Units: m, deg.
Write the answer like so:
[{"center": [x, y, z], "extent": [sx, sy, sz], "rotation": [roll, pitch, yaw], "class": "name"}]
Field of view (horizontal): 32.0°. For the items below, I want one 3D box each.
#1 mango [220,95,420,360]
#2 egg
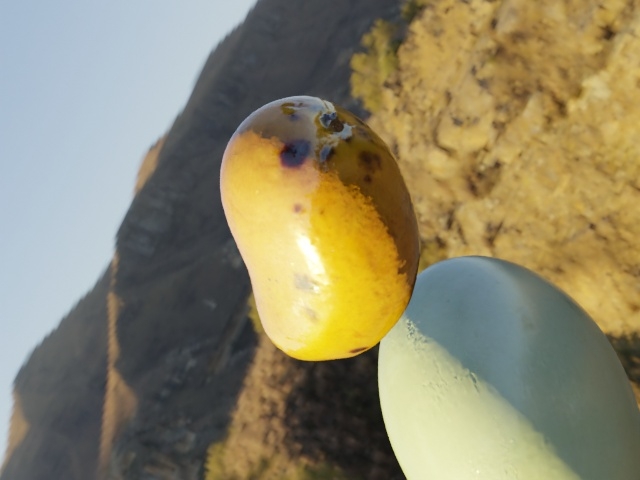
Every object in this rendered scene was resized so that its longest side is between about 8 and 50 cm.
[{"center": [0.003, -0.001, 0.656], "extent": [0.090, 0.115, 0.178], "rotation": [-47, -46, -46], "class": "mango"}, {"center": [0.158, 0.145, 0.930], "extent": [0.202, 0.283, 0.203], "rotation": [-27, -14, -7], "class": "egg"}]
